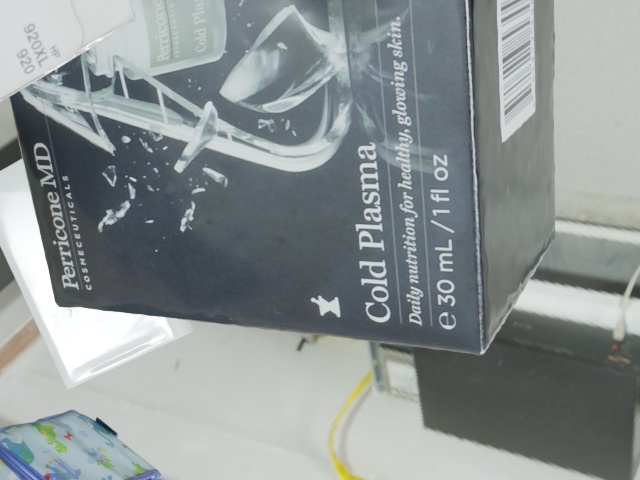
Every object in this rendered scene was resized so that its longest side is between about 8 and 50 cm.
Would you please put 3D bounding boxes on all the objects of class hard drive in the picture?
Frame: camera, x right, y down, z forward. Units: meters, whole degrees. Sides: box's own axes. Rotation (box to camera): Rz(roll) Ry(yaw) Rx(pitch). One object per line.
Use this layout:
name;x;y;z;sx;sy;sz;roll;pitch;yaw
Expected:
hard drive;-0.370;0.027;1.427;0.233;0.047;0.353;-25;90;18

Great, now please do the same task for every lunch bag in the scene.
lunch bag;-0.265;0.272;1.000;0.176;0.090;0.219;37;-176;15

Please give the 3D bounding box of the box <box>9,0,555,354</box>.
box;-0.036;-0.182;0.901;0.471;0.297;0.480;4;113;27

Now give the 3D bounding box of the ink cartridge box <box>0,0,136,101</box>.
ink cartridge box;-0.249;-0.198;0.506;0.232;0.168;0.171;42;158;29
